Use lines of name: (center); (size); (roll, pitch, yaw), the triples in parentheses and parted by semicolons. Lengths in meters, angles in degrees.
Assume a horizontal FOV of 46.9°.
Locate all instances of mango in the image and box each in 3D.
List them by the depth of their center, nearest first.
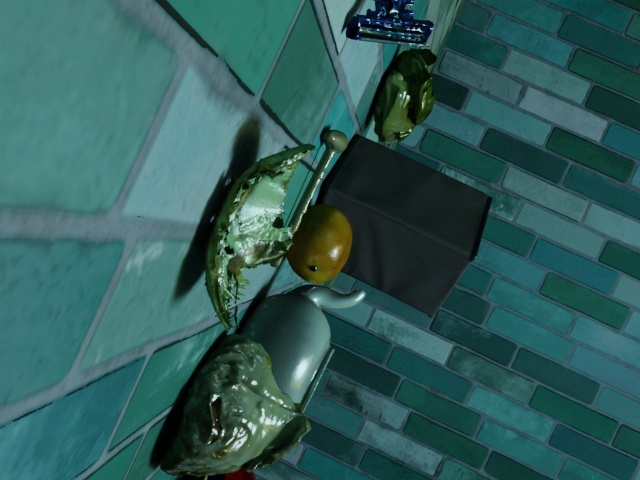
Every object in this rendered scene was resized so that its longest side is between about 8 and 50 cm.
mango: (-0.002, 0.007, 1.059); (0.165, 0.089, 0.115); (102, 4, -82)

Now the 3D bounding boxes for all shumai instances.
shumai: (-0.090, 0.218, 0.846); (0.184, 0.142, 0.184); (23, 90, -88)

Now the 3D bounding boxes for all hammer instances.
hammer: (-0.020, -0.050, 0.932); (0.195, 0.028, 0.060); (-64, 170, 10)

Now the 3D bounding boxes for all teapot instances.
teapot: (-0.055, 0.171, 1.023); (0.294, 0.130, 0.193); (-63, 174, -20)

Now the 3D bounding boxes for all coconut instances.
coconut: (-0.054, -0.009, 0.594); (0.158, 0.055, 0.133); (-63, 176, -1)

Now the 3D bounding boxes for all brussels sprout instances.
brussels sprout: (0.146, -0.252, 1.311); (0.181, 0.101, 0.139); (94, 0, -48)

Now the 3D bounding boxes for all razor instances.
razor: (0.100, -0.336, 0.669); (0.056, 0.093, 0.324); (-119, -144, -44)

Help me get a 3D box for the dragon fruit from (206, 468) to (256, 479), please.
dragon fruit: (-0.145, 0.471, 1.140); (0.343, 0.100, 0.282); (-139, -114, -82)

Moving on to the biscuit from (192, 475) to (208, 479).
biscuit: (-0.192, 0.392, 1.333); (0.231, 0.016, 0.139); (-60, 172, -45)

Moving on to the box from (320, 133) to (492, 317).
box: (0.123, -0.026, 1.208); (0.188, 0.252, 0.153); (-60, 174, -50)
